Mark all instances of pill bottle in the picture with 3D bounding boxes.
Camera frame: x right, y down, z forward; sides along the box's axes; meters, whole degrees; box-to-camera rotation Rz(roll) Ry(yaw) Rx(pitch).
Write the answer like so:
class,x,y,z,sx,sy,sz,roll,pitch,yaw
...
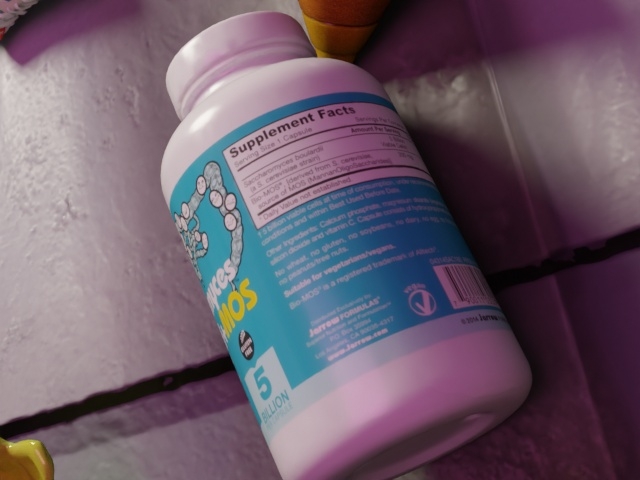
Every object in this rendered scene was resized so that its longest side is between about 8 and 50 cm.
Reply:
class,x,y,z,sx,sy,sz,roll,pitch,yaw
pill bottle,0.000,0.000,0.628,0.146,0.146,0.264,-33,67,20

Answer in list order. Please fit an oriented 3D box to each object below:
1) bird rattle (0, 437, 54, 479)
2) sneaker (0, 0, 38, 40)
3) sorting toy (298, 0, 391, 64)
class,x,y,z,sx,sy,sz,roll,pitch,yaw
bird rattle,-0.204,0.249,0.666,0.253,0.143,0.207,-59,29,-2
sneaker,-0.240,-0.185,0.847,0.161,0.057,0.075,6,101,28
sorting toy,-0.078,-0.212,0.751,0.365,0.127,0.126,26,124,32
